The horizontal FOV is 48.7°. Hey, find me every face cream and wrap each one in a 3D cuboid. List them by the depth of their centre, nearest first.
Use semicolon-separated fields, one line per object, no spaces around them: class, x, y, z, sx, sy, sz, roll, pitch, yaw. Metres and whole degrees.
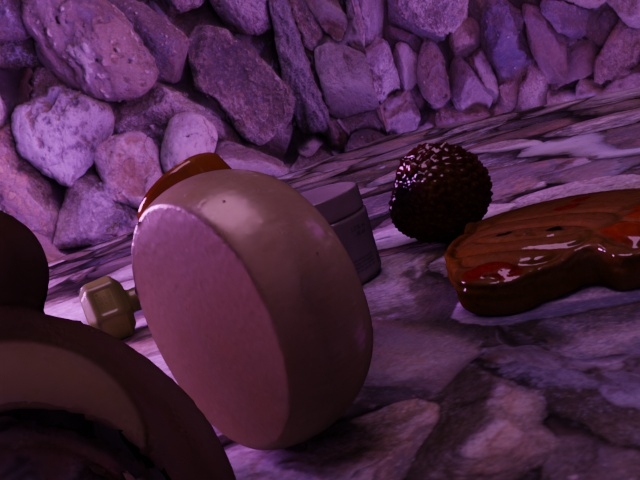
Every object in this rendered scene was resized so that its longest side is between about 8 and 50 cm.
face cream;0.000;0.000;1.175;0.177;0.152;0.177;-18;11;3

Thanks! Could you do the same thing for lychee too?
lychee;0.208;-0.080;1.231;0.188;0.188;0.188;-16;11;3

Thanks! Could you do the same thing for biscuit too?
biscuit;0.323;0.001;0.953;0.359;0.074;0.381;-7;11;46

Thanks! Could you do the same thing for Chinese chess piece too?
Chinese chess piece;-0.071;0.065;0.667;0.102;0.273;0.273;-25;15;-37

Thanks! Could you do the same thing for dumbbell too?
dumbbell;-0.270;0.082;1.261;0.302;0.121;0.108;-20;-16;-21

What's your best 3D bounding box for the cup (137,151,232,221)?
cup;-0.113;0.040;0.876;0.226;0.264;0.182;-42;-8;-2

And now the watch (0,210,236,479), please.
watch;-0.230;0.191;0.385;0.327;0.314;0.335;-22;14;49
